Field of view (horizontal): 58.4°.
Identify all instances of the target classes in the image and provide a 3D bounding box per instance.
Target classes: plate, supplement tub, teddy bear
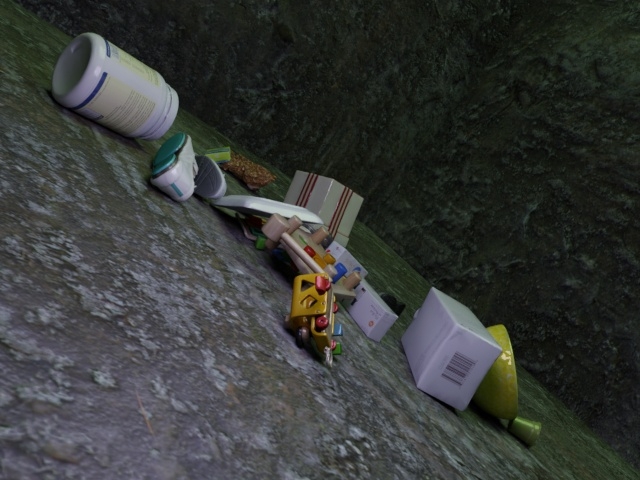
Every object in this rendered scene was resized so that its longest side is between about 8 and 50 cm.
[{"bbox_3d":[-0.169,-0.099,1.788,0.277,0.045,0.277,11,-1,-34],"label":"plate"},{"bbox_3d":[-0.634,-0.466,1.792,0.235,0.235,0.324,43,11,37],"label":"supplement tub"},{"bbox_3d":[-0.351,-0.318,2.631,0.338,0.113,0.245,32,-1,25],"label":"teddy bear"}]

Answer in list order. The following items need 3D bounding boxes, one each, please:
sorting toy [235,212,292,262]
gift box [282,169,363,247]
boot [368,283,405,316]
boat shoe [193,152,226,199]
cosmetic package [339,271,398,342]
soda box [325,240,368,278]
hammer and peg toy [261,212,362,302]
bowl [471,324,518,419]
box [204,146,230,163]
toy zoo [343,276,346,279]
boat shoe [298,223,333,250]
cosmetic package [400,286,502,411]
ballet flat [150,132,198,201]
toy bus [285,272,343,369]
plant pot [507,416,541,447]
[{"bbox_3d":[-0.173,-0.032,1.858,0.195,0.047,0.348,22,14,-26],"label":"sorting toy"},{"bbox_3d":[-0.014,-0.114,2.343,0.255,0.258,0.276,26,-6,-43],"label":"gift box"},{"bbox_3d":[0.203,0.209,2.090,0.161,0.084,0.246,33,1,28],"label":"boot"},{"bbox_3d":[-0.381,-0.211,1.857,0.103,0.118,0.320,32,0,-44],"label":"boat shoe"},{"bbox_3d":[0.134,0.199,1.755,0.060,0.099,0.239,28,12,-34],"label":"cosmetic package"},{"bbox_3d":[0.093,0.088,2.100,0.069,0.074,0.216,36,-5,38],"label":"soda box"},{"bbox_3d":[-0.039,0.059,1.607,0.266,0.127,0.361,54,15,22],"label":"hammer and peg toy"},{"bbox_3d":[0.503,0.410,1.777,0.155,0.290,0.289,-5,5,7],"label":"bowl"},{"bbox_3d":[-0.444,-0.368,2.478,0.108,0.043,0.178,-9,18,-5],"label":"box"},{"bbox_3d":[0.022,0.114,1.977,0.293,0.030,0.192,39,9,15],"label":"toy zoo"},{"bbox_3d":[0.000,0.000,2.104,0.102,0.092,0.285,35,-9,35],"label":"boat shoe"},{"bbox_3d":[0.371,0.306,1.697,0.156,0.217,0.385,29,11,-3],"label":"cosmetic package"},{"bbox_3d":[-0.426,-0.212,1.711,0.139,0.139,0.400,33,13,-21],"label":"ballet flat"},{"bbox_3d":[-0.022,0.171,1.254,0.104,0.191,0.202,-6,0,11],"label":"toy bus"},{"bbox_3d":[0.619,0.577,1.755,0.079,0.083,0.083,25,7,9],"label":"plant pot"}]
